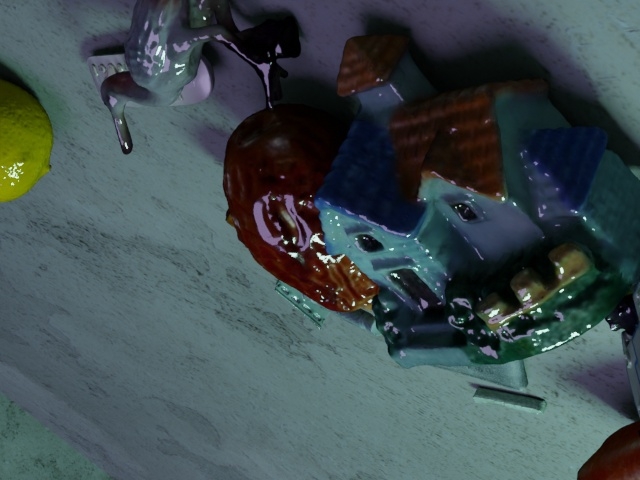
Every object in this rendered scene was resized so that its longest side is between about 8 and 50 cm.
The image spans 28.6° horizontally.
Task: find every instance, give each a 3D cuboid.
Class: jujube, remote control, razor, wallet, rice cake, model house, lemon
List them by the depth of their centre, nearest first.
[{"bbox_3d":[0.135,-0.063,1.310,0.295,0.251,0.329,-6,133,49],"label":"model house"},{"bbox_3d":[-0.006,-0.035,1.520,0.197,0.197,0.290,5,142,38],"label":"jujube"},{"bbox_3d":[-0.210,-0.208,1.573,0.229,0.044,0.073,4,122,45],"label":"remote control"},{"bbox_3d":[-0.479,-0.147,1.790,0.203,0.178,0.178,29,154,-7],"label":"lemon"},{"bbox_3d":[0.027,0.097,1.805,0.106,0.068,0.232,41,172,-26],"label":"razor"},{"bbox_3d":[0.195,0.153,1.860,0.222,0.036,0.167,15,152,22],"label":"wallet"},{"bbox_3d":[0.296,0.251,1.960,0.121,0.022,0.021,7,146,35],"label":"rice cake"}]

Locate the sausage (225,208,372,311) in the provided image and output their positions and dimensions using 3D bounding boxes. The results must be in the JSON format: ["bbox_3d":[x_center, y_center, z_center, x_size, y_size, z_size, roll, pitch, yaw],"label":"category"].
[{"bbox_3d":[0.001,-0.002,1.693,0.271,0.109,0.109,33,153,-11],"label":"sausage"}]

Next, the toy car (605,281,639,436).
[{"bbox_3d":[0.433,0.117,1.431,0.166,0.198,0.314,-8,152,-1],"label":"toy car"}]

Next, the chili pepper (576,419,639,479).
[{"bbox_3d":[0.523,0.342,1.689,0.251,0.229,0.305,47,153,-3],"label":"chili pepper"}]

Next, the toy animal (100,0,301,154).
[{"bbox_3d":[-0.177,-0.211,1.448,0.324,0.090,0.195,-14,114,38],"label":"toy animal"}]
